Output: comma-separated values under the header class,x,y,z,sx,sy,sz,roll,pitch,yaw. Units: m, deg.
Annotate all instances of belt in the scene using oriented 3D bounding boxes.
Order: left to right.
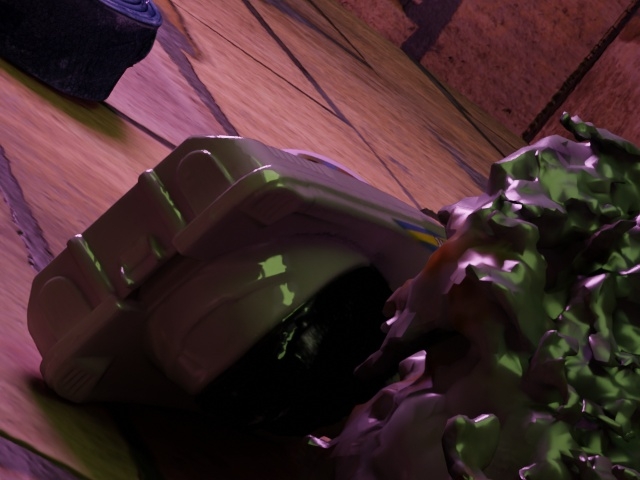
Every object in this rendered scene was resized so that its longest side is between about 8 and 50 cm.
class,x,y,z,sx,sy,sz,roll,pitch,yaw
belt,-0.187,-0.170,1.261,0.190,0.082,0.141,36,16,-12

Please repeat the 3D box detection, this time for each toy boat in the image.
class,x,y,z,sx,sy,sz,roll,pitch,yaw
toy boat,-0.001,0.042,0.860,0.141,0.141,0.269,47,10,37

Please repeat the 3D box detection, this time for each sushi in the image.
class,x,y,z,sx,sy,sz,roll,pitch,yaw
sushi,0.166,0.148,0.760,0.417,0.176,0.417,35,31,-25

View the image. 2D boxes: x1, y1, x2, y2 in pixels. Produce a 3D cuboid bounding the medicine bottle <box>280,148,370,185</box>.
class,x,y,z,sx,sy,sz,roll,pitch,yaw
medicine bottle,0.000,0.000,1.192,0.115,0.078,0.219,36,10,-4
